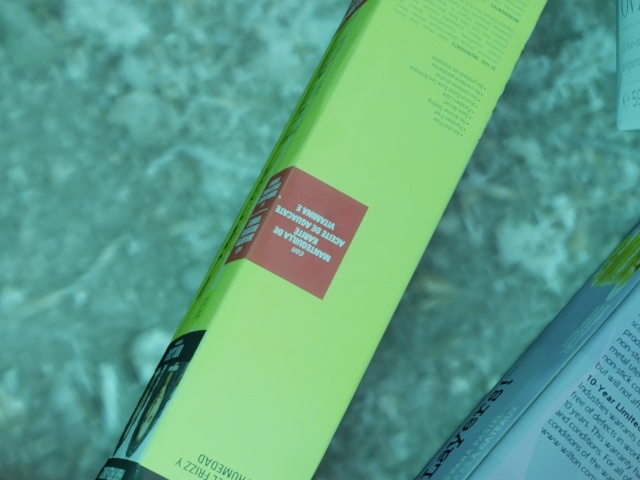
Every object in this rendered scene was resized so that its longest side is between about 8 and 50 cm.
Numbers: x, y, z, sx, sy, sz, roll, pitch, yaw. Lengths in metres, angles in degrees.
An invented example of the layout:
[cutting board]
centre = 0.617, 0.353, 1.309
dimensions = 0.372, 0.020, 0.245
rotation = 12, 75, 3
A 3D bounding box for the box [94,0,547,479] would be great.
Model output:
[box]
centre = 0.000, 0.000, 0.528
dimensions = 0.058, 0.087, 0.232
rotation = 30, 77, -9

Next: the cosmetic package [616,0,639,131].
[cosmetic package]
centre = 0.205, -0.155, 0.513
dimensions = 0.138, 0.224, 0.224
rotation = 1, 89, -11

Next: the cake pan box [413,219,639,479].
[cake pan box]
centre = 0.157, 0.155, 0.558
dimensions = 0.267, 0.070, 0.246
rotation = 43, 77, -5
